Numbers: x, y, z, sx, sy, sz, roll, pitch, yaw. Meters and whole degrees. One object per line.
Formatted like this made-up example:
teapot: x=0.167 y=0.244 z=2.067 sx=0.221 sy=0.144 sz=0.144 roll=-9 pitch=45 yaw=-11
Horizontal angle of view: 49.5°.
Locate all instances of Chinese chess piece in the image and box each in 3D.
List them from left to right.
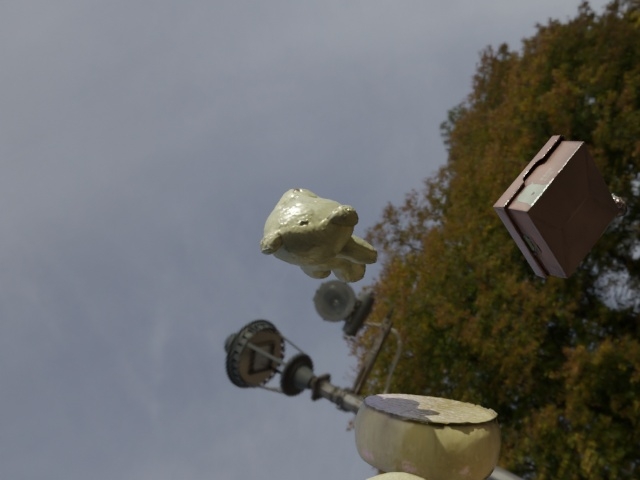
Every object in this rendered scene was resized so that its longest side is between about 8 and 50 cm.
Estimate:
Chinese chess piece: x=0.197 y=0.358 z=1.285 sx=0.270 sy=0.270 sz=0.112 roll=9 pitch=-94 yaw=-47

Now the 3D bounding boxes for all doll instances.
doll: x=-0.004 y=-0.001 z=1.239 sx=0.175 sy=0.149 sz=0.278 roll=-24 pitch=-27 yaw=2

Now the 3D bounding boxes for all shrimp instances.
shrimp: x=0.716 y=-0.108 z=1.815 sx=0.074 sy=0.190 sz=0.073 roll=-22 pitch=-59 yaw=-17

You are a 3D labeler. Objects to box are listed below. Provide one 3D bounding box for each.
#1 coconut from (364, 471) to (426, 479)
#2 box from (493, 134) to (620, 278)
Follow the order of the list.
coconut: x=0.105 y=0.426 z=0.927 sx=0.224 sy=0.224 sz=0.224 roll=-17 pitch=-65 yaw=-42
box: x=0.484 y=-0.066 z=1.406 sx=0.215 sy=0.086 sz=0.215 roll=-47 pitch=-61 yaw=-16
